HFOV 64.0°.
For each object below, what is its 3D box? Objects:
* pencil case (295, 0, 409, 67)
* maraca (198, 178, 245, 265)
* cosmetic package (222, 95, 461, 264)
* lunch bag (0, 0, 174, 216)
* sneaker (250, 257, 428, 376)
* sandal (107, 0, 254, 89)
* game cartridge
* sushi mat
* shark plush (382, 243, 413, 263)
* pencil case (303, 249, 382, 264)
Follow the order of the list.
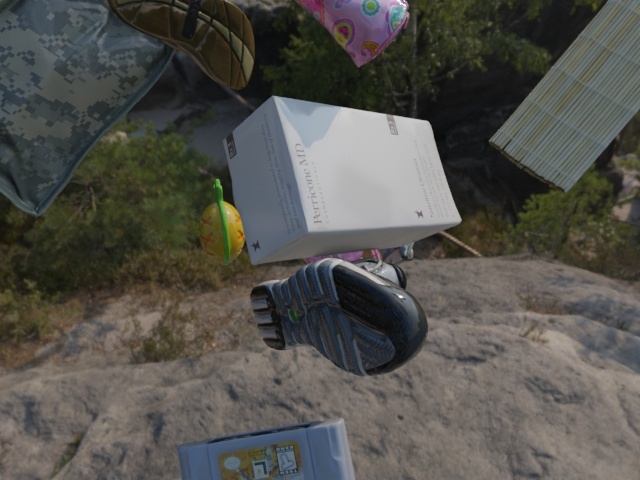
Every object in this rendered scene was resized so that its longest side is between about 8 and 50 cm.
[{"bbox_3d":[0.009,-0.404,0.777,0.284,0.124,0.124,44,51,-12],"label":"pencil case"},{"bbox_3d":[-0.216,-0.038,1.114,0.099,0.127,0.186,-5,81,-21],"label":"maraca"},{"bbox_3d":[0.048,-0.094,0.869,0.384,0.156,0.217,-7,77,-45],"label":"cosmetic package"},{"bbox_3d":[-0.290,-0.205,0.559,0.287,0.169,0.235,-50,39,-5],"label":"lunch bag"},{"bbox_3d":[0.039,0.045,0.437,0.132,0.086,0.228,-16,5,-30],"label":"sneaker"},{"bbox_3d":[-0.124,-0.200,0.477,0.049,0.072,0.180,24,7,32],"label":"sandal"},{"bbox_3d":[-0.087,0.423,0.867,0.297,0.062,0.198,-12,80,6],"label":"game cartridge"},{"bbox_3d":[0.422,-0.235,0.800,0.151,0.019,0.317,42,96,26],"label":"sushi mat"},{"bbox_3d":[0.208,-0.017,1.320,0.067,0.161,0.073,16,12,28],"label":"shark plush"},{"bbox_3d":[0.000,0.000,1.294,0.167,0.160,0.386,-44,31,-5],"label":"pencil case"}]
